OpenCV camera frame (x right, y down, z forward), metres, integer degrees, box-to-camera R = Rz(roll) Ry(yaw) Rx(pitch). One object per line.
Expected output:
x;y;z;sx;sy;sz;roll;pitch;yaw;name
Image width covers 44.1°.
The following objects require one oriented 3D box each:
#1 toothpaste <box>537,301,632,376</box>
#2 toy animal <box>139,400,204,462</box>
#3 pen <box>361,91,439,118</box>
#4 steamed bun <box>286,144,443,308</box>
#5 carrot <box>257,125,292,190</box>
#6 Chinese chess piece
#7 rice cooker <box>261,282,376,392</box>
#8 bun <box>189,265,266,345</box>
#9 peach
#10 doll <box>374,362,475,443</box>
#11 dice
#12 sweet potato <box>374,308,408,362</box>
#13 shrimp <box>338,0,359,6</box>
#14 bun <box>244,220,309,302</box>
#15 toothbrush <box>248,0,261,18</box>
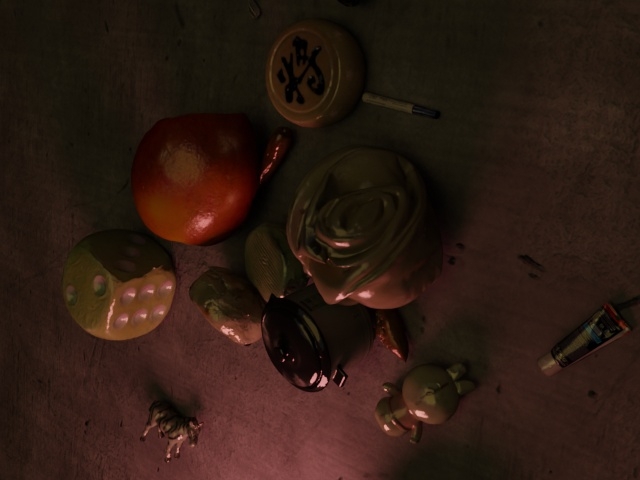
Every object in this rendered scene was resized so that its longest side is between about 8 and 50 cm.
0.523;0.206;1.575;0.193;0.045;0.071;-45;77;28;toothpaste
-0.449;0.595;2.419;0.255;0.089;0.170;11;100;36;toy animal
0.180;-0.305;1.785;0.204;0.025;0.025;21;110;35;pen
0.084;-0.024;1.716;0.342;0.255;0.368;-30;75;13;steamed bun
-0.137;-0.196;2.047;0.059;0.059;0.248;50;128;22;carrot
-0.014;-0.397;1.880;0.257;0.104;0.257;8;103;38;Chinese chess piece
-0.016;0.225;1.877;0.280;0.227;0.241;46;138;23;rice cooker
-0.234;0.161;2.091;0.141;0.239;0.239;-46;65;2;bun
-0.324;-0.167;2.042;0.306;0.242;0.381;28;110;36;peach
0.224;0.371;1.799;0.275;0.113;0.155;-39;69;38;doll
-0.602;0.128;2.355;0.249;0.252;0.255;35;118;29;dice
0.158;0.192;1.863;0.068;0.060;0.206;-17;72;2;sweet potato
0.021;-0.709;1.795;0.172;0.137;0.372;-23;90;3;shrimp
-0.105;0.054;2.019;0.221;0.108;0.221;17;111;51;bun
-0.227;-0.696;2.060;0.288;0.024;0.026;61;142;14;toothbrush
